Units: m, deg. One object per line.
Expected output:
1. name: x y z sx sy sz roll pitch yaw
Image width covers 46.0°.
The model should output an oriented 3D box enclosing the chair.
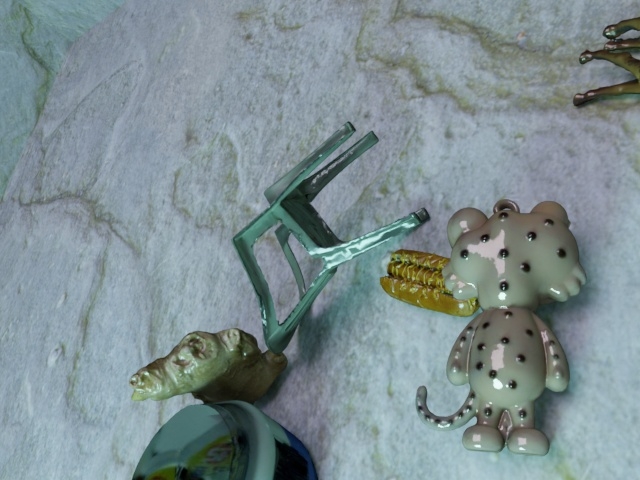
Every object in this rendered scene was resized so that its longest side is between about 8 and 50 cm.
1. chair: 0.000 0.000 1.020 0.275 0.190 0.203 -36 -5 15

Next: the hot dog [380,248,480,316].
1. hot dog: 0.142 0.053 0.949 0.165 0.045 0.071 13 69 52

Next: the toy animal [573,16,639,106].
1. toy animal: 0.385 -0.172 0.868 0.149 0.054 0.275 -42 38 19

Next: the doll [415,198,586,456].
1. doll: 0.193 0.086 0.800 0.154 0.119 0.278 8 71 19

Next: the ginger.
1. ginger: -0.148 0.174 1.027 0.137 0.213 0.074 -61 36 11

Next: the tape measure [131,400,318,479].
1. tape measure: -0.130 0.334 0.938 0.259 0.138 0.262 -15 50 38
